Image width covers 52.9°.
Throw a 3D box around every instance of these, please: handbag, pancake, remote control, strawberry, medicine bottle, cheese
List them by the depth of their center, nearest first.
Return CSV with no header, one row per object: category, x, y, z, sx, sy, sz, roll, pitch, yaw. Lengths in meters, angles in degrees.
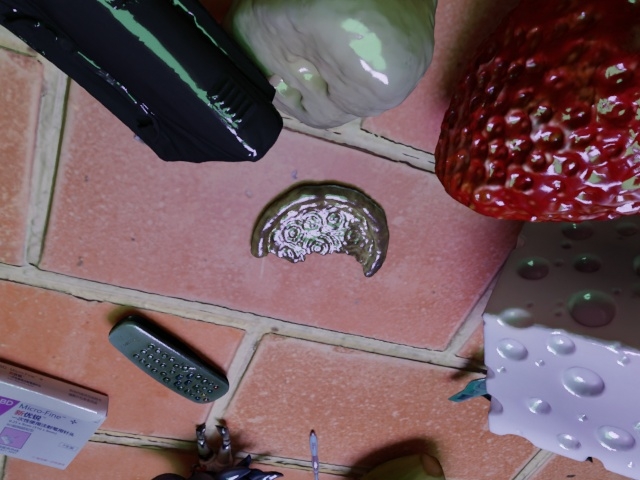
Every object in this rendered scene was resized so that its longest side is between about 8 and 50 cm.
cheese,0.002,-0.198,0.615,0.173,0.252,0.248,25,136,-23
handbag,-0.182,-0.179,0.616,0.275,0.244,0.088,40,70,-33
strawberry,0.294,-0.147,0.662,0.291,0.292,0.310,9,152,-14
pancake,0.000,0.000,0.884,0.190,0.020,0.184,-18,129,7
remote control,-0.227,0.185,0.982,0.072,0.042,0.222,-32,126,17
medicine bottle,-0.462,0.276,1.017,0.201,0.052,0.171,29,118,-28

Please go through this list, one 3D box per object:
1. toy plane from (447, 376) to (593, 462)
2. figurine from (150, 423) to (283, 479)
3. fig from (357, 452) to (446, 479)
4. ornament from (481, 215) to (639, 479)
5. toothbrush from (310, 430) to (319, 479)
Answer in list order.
toy plane,0.400,0.294,1.119,0.381,0.107,0.155,25,132,-30
figurine,-0.186,0.467,1.134,0.175,0.197,0.265,10,140,32
fig,0.139,0.505,1.186,0.207,0.207,0.230,-4,99,-5
ornament,0.363,0.122,0.832,0.239,0.239,0.240,12,135,30
toothbrush,-0.010,0.421,1.209,0.013,0.019,0.193,-5,126,-3
